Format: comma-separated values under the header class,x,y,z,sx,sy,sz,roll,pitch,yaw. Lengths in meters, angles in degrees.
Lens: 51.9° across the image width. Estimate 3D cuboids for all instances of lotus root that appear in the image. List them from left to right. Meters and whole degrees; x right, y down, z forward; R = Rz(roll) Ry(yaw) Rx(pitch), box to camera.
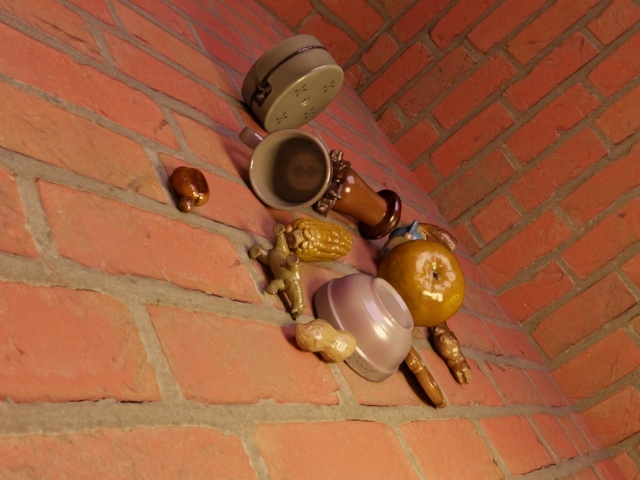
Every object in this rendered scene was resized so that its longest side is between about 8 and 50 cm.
class,x,y,z,sx,sy,sz,roll,pitch,yaw
lotus root,0.417,0.008,2.585,0.180,0.199,0.188,54,12,-3

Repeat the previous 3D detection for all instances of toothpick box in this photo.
class,x,y,z,sx,sy,sz,roll,pitch,yaw
toothpick box,0.145,-0.130,2.276,0.294,0.192,0.192,31,26,-30

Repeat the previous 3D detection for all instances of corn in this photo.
class,x,y,z,sx,sy,sz,roll,pitch,yaw
corn,0.000,0.000,1.793,0.120,0.120,0.363,54,19,13

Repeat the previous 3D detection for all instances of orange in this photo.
class,x,y,z,sx,sy,sz,roll,pitch,yaw
orange,0.305,0.132,2.025,0.279,0.235,0.279,7,67,-17

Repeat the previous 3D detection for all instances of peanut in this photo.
class,x,y,z,sx,sy,sz,roll,pitch,yaw
peanut,0.011,0.223,1.462,0.187,0.082,0.082,33,25,-40

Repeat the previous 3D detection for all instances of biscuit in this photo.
class,x,y,z,sx,sy,sz,roll,pitch,yaw
biscuit,0.272,0.349,1.808,0.249,0.035,0.184,58,6,15

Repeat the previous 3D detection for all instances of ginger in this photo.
class,x,y,z,sx,sy,sz,roll,pitch,yaw
ginger,0.409,0.317,2.162,0.148,0.081,0.334,42,21,-35

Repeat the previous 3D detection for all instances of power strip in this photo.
class,x,y,z,sx,sy,sz,roll,pitch,yaw
power strip,-0.102,-0.529,2.249,0.161,0.357,0.357,53,19,13

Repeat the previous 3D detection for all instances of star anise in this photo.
class,x,y,z,sx,sy,sz,roll,pitch,yaw
star anise,0.020,-0.183,2.094,0.098,0.220,0.214,14,23,-15

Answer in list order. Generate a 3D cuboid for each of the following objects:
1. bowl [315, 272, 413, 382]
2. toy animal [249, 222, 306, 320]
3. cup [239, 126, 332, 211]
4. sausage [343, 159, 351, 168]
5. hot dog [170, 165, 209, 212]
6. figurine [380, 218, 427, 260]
class,x,y,z,sx,sy,sz,roll,pitch,yaw
bowl,0.131,0.198,1.658,0.287,0.143,0.287,44,22,-23
toy animal,-0.087,0.074,1.531,0.219,0.103,0.101,60,-3,40
cup,-0.100,-0.219,1.898,0.301,0.227,0.257,37,6,4
sausage,0.054,-0.252,2.421,0.109,0.109,0.270,50,16,2
hot dog,-0.290,-0.113,1.463,0.089,0.060,0.140,26,23,-42
figurine,0.286,0.043,2.307,0.262,0.153,0.180,-54,137,-44
